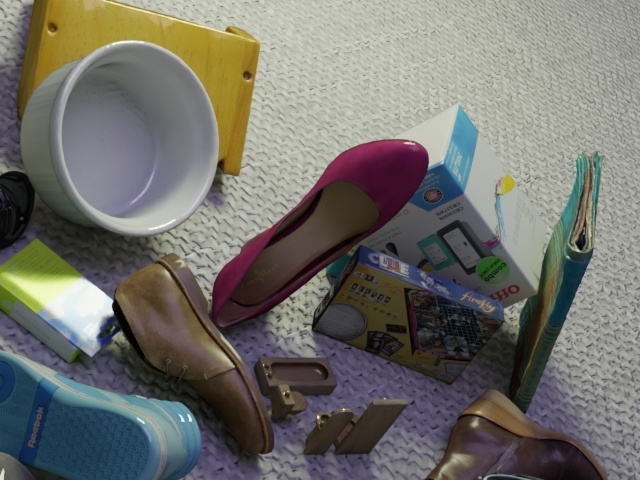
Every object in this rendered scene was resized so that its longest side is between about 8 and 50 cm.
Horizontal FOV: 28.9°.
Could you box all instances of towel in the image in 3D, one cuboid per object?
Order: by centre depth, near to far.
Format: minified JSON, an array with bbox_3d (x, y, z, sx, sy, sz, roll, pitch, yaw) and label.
[{"bbox_3d":[0.352,0.078,1.905,0.040,0.370,0.271,17,39,4],"label":"towel"}]

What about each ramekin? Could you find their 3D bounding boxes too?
[{"bbox_3d":[-0.295,-0.143,1.790,0.277,0.135,0.277,0,90,-43],"label":"ramekin"}]

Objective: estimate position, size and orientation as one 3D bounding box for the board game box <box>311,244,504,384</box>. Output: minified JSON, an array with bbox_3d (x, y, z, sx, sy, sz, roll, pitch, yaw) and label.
[{"bbox_3d":[0.131,0.115,1.876,0.243,0.165,0.042,23,41,-13],"label":"board game box"}]

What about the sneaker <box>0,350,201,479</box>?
[{"bbox_3d":[-0.293,0.227,1.539,0.319,0.127,0.208,22,1,24],"label":"sneaker"}]

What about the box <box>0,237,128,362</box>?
[{"bbox_3d":[-0.355,0.086,1.681,0.178,0.042,0.109,38,41,5],"label":"box"}]

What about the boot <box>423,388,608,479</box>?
[{"bbox_3d":[0.287,0.356,1.819,0.248,0.090,0.207,37,52,3],"label":"boot"}]

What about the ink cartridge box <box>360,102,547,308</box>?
[{"bbox_3d":[0.200,-0.029,1.961,0.270,0.198,0.197,51,31,-20],"label":"ink cartridge box"}]

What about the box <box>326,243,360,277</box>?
[{"bbox_3d":[0.075,-0.028,2.065,0.101,0.060,0.244,23,41,-13],"label":"box"}]

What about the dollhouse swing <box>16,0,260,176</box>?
[{"bbox_3d":[-0.325,-0.268,2.050,0.347,0.305,0.315,11,86,-25],"label":"dollhouse swing"}]

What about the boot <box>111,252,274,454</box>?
[{"bbox_3d":[-0.173,0.171,1.667,0.115,0.112,0.305,-27,77,-30],"label":"boot"}]

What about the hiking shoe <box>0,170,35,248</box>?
[{"bbox_3d":[-0.449,-0.040,1.691,0.086,0.114,0.227,32,40,-2],"label":"hiking shoe"}]

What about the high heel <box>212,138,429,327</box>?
[{"bbox_3d":[0.000,0.000,1.761,0.127,0.377,0.181,43,33,-15],"label":"high heel"}]

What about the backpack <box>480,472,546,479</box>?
[{"bbox_3d":[0.295,0.435,1.630,0.254,0.191,0.225,9,57,-16],"label":"backpack"}]

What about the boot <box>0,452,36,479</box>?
[{"bbox_3d":[-0.341,0.363,1.379,0.076,0.189,0.208,-18,22,-1],"label":"boot"}]

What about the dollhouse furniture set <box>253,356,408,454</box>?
[{"bbox_3d":[0.011,0.203,1.738,0.144,0.123,0.151,4,48,-31],"label":"dollhouse furniture set"}]
